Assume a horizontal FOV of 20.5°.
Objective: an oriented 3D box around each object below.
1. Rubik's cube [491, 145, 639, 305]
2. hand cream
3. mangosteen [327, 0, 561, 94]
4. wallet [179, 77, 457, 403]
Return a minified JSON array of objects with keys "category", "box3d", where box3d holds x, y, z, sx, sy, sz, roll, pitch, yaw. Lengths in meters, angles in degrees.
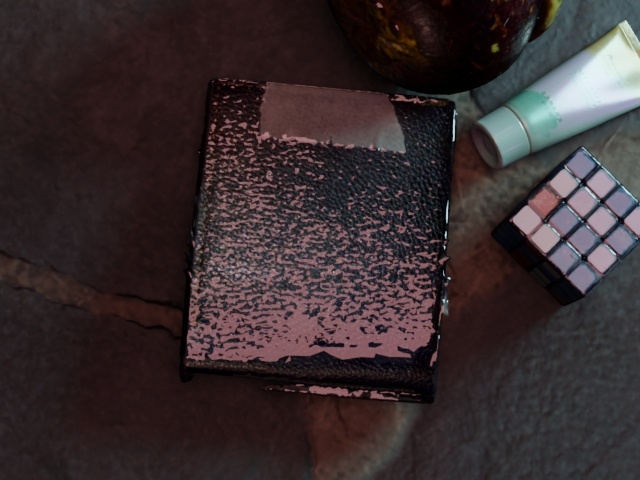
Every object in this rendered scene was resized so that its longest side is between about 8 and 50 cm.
[{"category":"Rubik's cube","box3d":[0.211,-0.010,1.485,0.092,0.092,0.092,-44,88,-7]},{"category":"hand cream","box3d":[0.213,-0.121,1.527,0.174,0.047,0.076,-28,85,-15]},{"category":"mangosteen","box3d":[0.110,-0.228,1.469,0.217,0.192,0.192,-40,87,-31]},{"category":"wallet","box3d":[0.000,0.000,1.490,0.221,0.071,0.262,5,80,2]}]
